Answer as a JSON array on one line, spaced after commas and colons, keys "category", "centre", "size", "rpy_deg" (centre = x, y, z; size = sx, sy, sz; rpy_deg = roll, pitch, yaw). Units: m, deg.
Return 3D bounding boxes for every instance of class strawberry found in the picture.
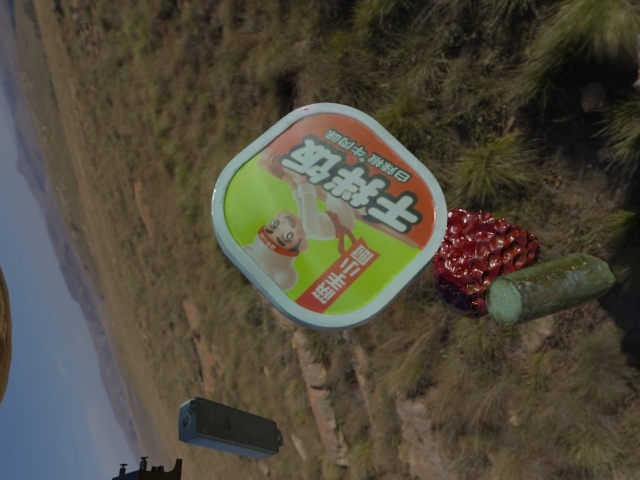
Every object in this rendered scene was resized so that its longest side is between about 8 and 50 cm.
[{"category": "strawberry", "centre": [0.279, 0.053, 0.884], "size": [0.234, 0.178, 0.234], "rpy_deg": [26, 163, 9]}]

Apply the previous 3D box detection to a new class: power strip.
[{"category": "power strip", "centre": [-0.178, 0.385, 0.934], "size": [0.272, 0.052, 0.078], "rpy_deg": [40, -151, -43]}]

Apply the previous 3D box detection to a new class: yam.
[{"category": "yam", "centre": [0.288, 0.060, 0.587], "size": [0.070, 0.146, 0.069], "rpy_deg": [162, 90, -87]}]

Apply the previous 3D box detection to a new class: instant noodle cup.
[{"category": "instant noodle cup", "centre": [0.000, 0.000, 0.703], "size": [0.308, 0.294, 0.294], "rpy_deg": [109, 137, -73]}]

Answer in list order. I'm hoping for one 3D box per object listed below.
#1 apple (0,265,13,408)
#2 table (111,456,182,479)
[{"category": "apple", "centre": [-0.461, 0.091, 0.356], "size": [0.391, 0.391, 0.346], "rpy_deg": [56, 143, 26]}, {"category": "table", "centre": [-0.238, 0.343, 0.620], "size": [0.083, 0.070, 0.082], "rpy_deg": [-32, 48, 35]}]
